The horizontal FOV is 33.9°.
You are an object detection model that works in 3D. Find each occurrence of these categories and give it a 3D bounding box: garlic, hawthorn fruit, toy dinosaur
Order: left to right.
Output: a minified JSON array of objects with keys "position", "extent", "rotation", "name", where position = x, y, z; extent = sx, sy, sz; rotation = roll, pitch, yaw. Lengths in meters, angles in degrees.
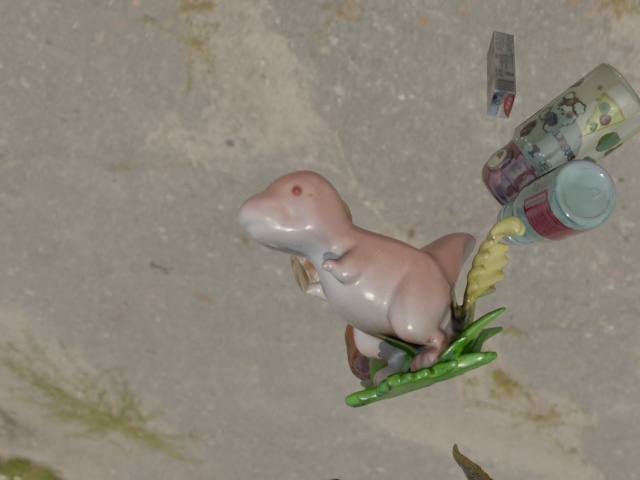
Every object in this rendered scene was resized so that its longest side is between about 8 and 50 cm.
[{"position":[0.008,0.007,1.785],"extent":[0.099,0.175,0.124],"rotation":[22,158,7],"name":"garlic"},{"position":[0.043,0.029,0.799],"extent":[0.194,0.177,0.152],"rotation":[-12,168,-15],"name":"toy dinosaur"},{"position":[0.125,0.199,2.051],"extent":[0.173,0.179,0.174],"rotation":[13,113,33],"name":"hawthorn fruit"}]

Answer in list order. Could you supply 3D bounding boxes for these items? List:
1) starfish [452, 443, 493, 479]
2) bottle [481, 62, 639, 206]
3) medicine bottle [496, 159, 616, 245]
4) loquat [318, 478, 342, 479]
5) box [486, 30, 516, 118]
[{"position":[0.300,0.491,1.749],"extent":[0.060,0.299,0.302],"rotation":[5,168,-30],"name":"starfish"},{"position":[0.357,-0.146,1.575],"extent":[0.253,0.120,0.120],"rotation":[-37,127,8],"name":"bottle"},{"position":[0.304,-0.042,1.390],"extent":[0.090,0.091,0.216],"rotation":[22,167,-8],"name":"medicine bottle"},{"position":[0.010,0.513,1.604],"extent":[0.284,0.276,0.276],"rotation":[39,140,-26],"name":"loquat"},{"position":[0.323,-0.299,1.878],"extent":[0.039,0.218,0.055],"rotation":[11,128,0],"name":"box"}]
